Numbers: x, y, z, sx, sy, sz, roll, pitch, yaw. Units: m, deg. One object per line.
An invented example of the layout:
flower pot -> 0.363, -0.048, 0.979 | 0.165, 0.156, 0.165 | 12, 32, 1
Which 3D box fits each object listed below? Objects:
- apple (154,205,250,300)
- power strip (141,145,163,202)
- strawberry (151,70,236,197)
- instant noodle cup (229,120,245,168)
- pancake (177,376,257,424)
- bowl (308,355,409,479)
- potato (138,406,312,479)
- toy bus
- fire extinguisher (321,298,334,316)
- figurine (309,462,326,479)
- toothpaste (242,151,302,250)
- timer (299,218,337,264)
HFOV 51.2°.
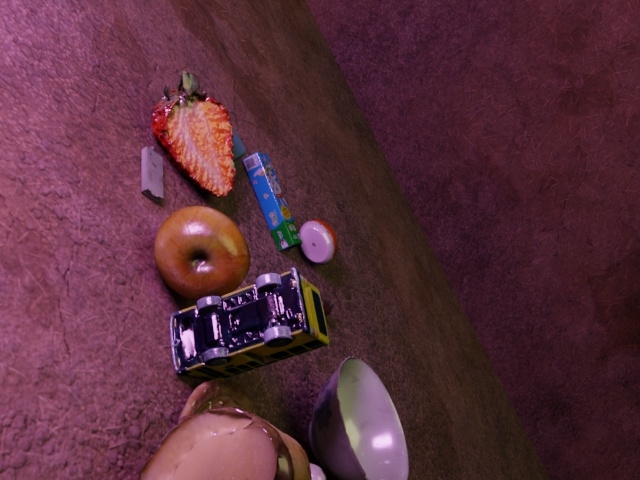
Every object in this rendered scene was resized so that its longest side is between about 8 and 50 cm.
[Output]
apple -> -0.222, 0.023, 1.253 | 0.182, 0.182, 0.155 | 60, -2, -10
power strip -> -0.342, -0.140, 1.360 | 0.051, 0.019, 0.136 | 35, 36, -48
strawberry -> -0.286, -0.229, 1.477 | 0.188, 0.106, 0.286 | -36, 120, -39
instant noodle cup -> -0.254, -0.245, 1.613 | 0.179, 0.070, 0.157 | 62, 24, -10
pancake -> -0.166, 0.369, 1.172 | 0.250, 0.031, 0.250 | 43, 37, -45
bowl -> 0.061, 0.429, 1.485 | 0.313, 0.146, 0.313 | 50, 26, -35
potato -> -0.127, 0.375, 0.973 | 0.242, 0.285, 0.242 | 34, 1, -1
toy bus -> -0.127, 0.162, 1.208 | 0.150, 0.262, 0.128 | 42, 32, -58
fire extinguisher -> -0.017, 0.172, 1.734 | 0.157, 0.045, 0.078 | 40, 60, -47
figurine -> -0.041, 0.498, 1.278 | 0.178, 0.109, 0.130 | 7, 87, -65
toothpaste -> -0.127, -0.104, 1.768 | 0.267, 0.050, 0.065 | 68, 19, 7
timer -> 0.000, 0.000, 1.875 | 0.136, 0.099, 0.136 | 38, 45, -53
